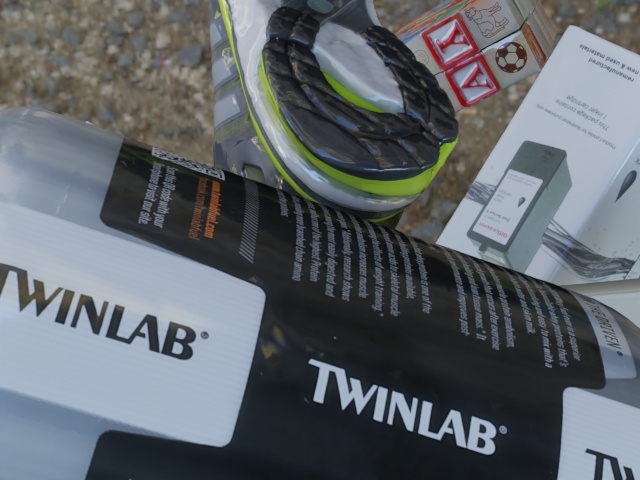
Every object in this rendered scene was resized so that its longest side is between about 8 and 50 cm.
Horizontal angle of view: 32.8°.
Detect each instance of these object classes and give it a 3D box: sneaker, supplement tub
[{"bbox_3d":[-0.023,-0.087,0.585,0.111,0.121,0.300,11,36,-19],"label":"sneaker"},{"bbox_3d":[-0.001,0.087,0.411,0.316,0.194,0.194,18,46,-11],"label":"supplement tub"}]

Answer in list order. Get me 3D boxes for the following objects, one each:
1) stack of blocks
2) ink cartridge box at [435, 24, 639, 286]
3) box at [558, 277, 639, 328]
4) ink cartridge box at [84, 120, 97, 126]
[{"bbox_3d":[0.158,-0.215,1.172,0.171,0.087,0.297,-26,12,24],"label":"stack of blocks"},{"bbox_3d":[0.233,-0.013,0.989,0.121,0.211,0.289,36,99,37],"label":"ink cartridge box"},{"bbox_3d":[0.203,0.079,0.784,0.275,0.094,0.113,-8,0,24],"label":"box"},{"bbox_3d":[-0.307,-0.005,1.482,0.171,0.168,0.233,31,38,-29],"label":"ink cartridge box"}]
